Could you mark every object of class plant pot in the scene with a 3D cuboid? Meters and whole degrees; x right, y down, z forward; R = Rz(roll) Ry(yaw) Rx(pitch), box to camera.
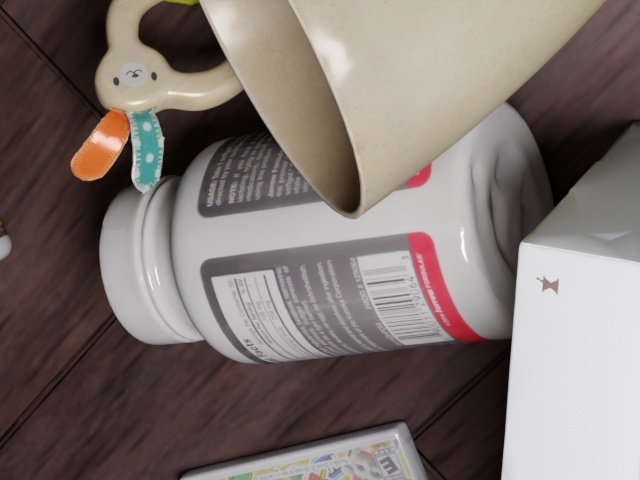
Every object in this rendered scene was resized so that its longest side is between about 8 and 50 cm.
[{"bbox_3d":[0.077,-0.191,1.155,0.274,0.256,0.256,-30,95,-11],"label":"plant pot"}]

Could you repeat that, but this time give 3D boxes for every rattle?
[{"bbox_3d":[-0.111,-0.145,1.296,0.130,0.199,0.143,42,153,-7],"label":"rattle"}]

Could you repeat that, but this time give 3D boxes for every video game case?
[{"bbox_3d":[0.010,0.270,1.499,0.227,0.026,0.206,-17,100,30],"label":"video game case"}]

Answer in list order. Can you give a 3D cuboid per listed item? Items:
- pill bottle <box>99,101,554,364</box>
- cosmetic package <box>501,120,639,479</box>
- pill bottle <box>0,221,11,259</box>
[{"bbox_3d":[0.000,0.000,1.318,0.318,0.176,0.176,-7,104,28],"label":"pill bottle"},{"bbox_3d":[0.204,0.138,1.204,0.097,0.284,0.377,11,113,23],"label":"cosmetic package"},{"bbox_3d":[-0.363,-0.056,1.514,0.117,0.117,0.215,-26,95,31],"label":"pill bottle"}]
